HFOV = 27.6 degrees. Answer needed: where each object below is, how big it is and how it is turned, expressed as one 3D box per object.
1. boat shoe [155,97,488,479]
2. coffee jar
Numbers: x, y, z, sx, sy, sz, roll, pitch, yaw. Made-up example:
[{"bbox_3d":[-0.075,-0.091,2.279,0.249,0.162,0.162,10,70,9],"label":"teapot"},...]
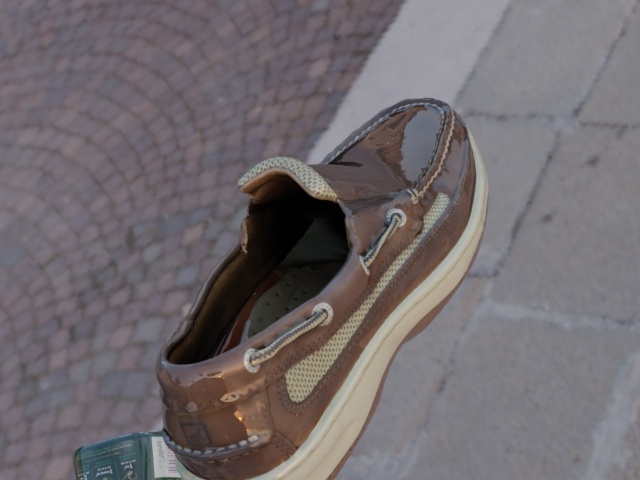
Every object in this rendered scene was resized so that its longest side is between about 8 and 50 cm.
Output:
[{"bbox_3d":[0.007,0.000,0.579,0.095,0.095,0.257,-5,37,29],"label":"boat shoe"},{"bbox_3d":[-0.158,0.265,1.141,0.096,0.079,0.184,-16,72,21],"label":"coffee jar"}]
